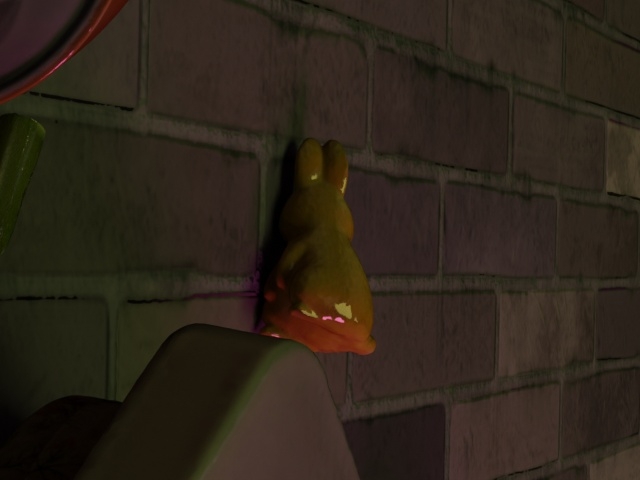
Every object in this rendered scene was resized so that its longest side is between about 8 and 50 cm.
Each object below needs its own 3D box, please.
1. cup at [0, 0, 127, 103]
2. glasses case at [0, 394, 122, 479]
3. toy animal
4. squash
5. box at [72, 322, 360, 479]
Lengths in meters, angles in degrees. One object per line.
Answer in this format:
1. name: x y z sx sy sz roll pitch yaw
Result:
1. cup: -0.154 -0.144 0.831 0.182 0.226 0.264 60 15 -4
2. glasses case: -0.096 0.266 1.125 0.156 0.098 0.425 -58 144 -38
3. toy animal: 0.002 0.002 1.404 0.083 0.070 0.159 15 57 -27
4. squash: -0.168 -0.025 1.029 0.027 0.027 0.083 57 41 -54
5. box: -0.070 0.282 0.975 0.367 0.090 0.373 -57 144 -39
